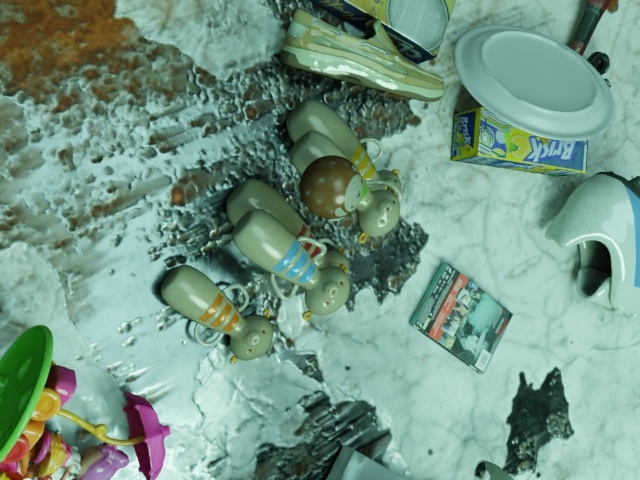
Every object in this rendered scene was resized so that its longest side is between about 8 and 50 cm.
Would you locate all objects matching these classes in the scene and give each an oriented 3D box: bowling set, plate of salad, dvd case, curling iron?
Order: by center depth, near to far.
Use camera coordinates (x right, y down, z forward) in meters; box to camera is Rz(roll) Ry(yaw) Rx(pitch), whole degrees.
[{"bbox_3d":[0.000,0.000,0.699,0.154,0.200,0.287,41,77,-22],"label":"bowling set"},{"bbox_3d":[0.245,-0.180,0.859,0.200,0.048,0.199,8,50,-10],"label":"plate of salad"},{"bbox_3d":[0.169,0.093,0.877,0.119,0.013,0.087,35,75,-21],"label":"dvd case"},{"bbox_3d":[0.372,-0.307,0.966,0.068,0.035,0.273,22,81,-29],"label":"curling iron"}]

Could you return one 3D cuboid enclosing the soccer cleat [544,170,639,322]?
[{"bbox_3d":[0.413,0.060,0.956,0.143,0.116,0.331,-44,106,-3],"label":"soccer cleat"}]

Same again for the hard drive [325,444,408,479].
[{"bbox_3d":[0.035,0.405,0.796,0.203,0.040,0.307,35,75,-22],"label":"hard drive"}]

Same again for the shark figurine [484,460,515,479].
[{"bbox_3d":[0.200,0.404,0.815,0.166,0.116,0.278,-45,136,-63],"label":"shark figurine"}]

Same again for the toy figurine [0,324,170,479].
[{"bbox_3d":[-0.215,0.181,0.646,0.159,0.130,0.173,33,98,-32],"label":"toy figurine"}]

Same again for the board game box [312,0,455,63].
[{"bbox_3d":[0.093,-0.346,0.825,0.165,0.042,0.243,24,80,-24],"label":"board game box"}]

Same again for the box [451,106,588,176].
[{"bbox_3d":[0.242,-0.116,0.891,0.169,0.054,0.059,5,88,-27],"label":"box"}]

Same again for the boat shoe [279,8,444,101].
[{"bbox_3d":[0.054,-0.198,0.783,0.190,0.068,0.072,9,103,-26],"label":"boat shoe"}]
